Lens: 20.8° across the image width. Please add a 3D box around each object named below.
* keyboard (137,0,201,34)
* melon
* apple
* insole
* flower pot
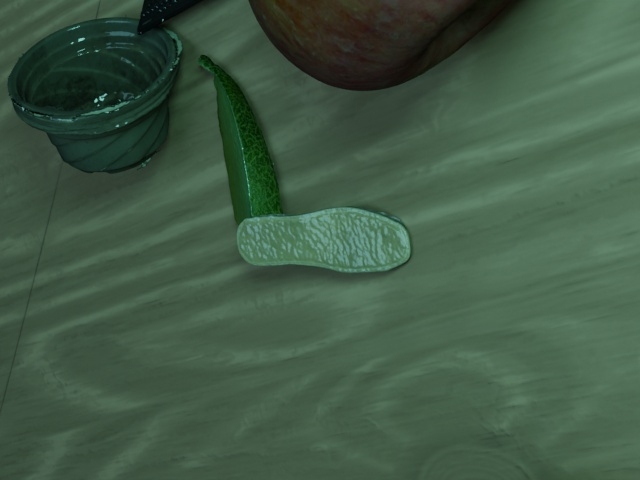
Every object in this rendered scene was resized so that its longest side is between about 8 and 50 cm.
[{"bbox_3d":[-0.155,-0.328,2.182,0.250,0.017,0.087,-18,53,49],"label":"keyboard"},{"bbox_3d":[-0.104,-0.117,2.216,0.114,0.053,0.261,150,105,-68],"label":"melon"},{"bbox_3d":[0.063,-0.315,1.744,0.269,0.345,0.345,53,135,8],"label":"apple"},{"bbox_3d":[0.000,0.000,2.100,0.248,0.011,0.081,-1,101,33],"label":"insole"},{"bbox_3d":[-0.282,-0.178,2.278,0.235,0.235,0.140,27,144,40],"label":"flower pot"}]
